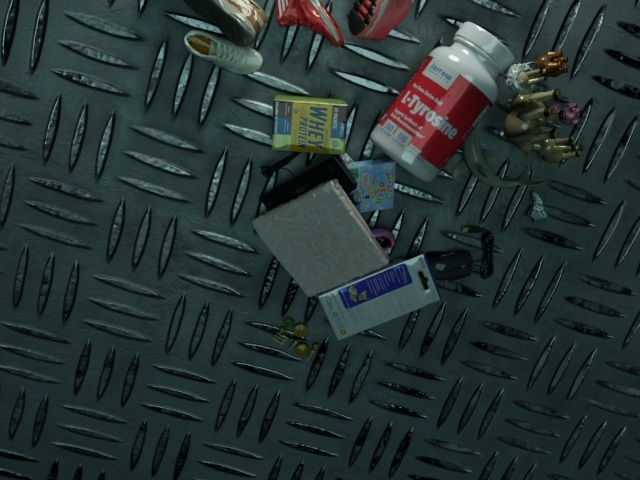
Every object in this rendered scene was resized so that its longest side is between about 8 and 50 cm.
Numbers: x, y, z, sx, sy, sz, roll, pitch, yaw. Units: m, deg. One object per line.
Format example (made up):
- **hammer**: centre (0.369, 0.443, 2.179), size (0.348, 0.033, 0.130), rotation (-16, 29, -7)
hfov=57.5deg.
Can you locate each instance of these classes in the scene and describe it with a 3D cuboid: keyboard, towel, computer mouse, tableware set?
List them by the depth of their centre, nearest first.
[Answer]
- **keyboard**: centre (-0.061, -0.174, 1.716), size (0.317, 0.033, 0.202), rotation (-24, 113, 35)
- **towel**: centre (0.000, 0.000, 1.765), size (0.331, 0.053, 0.317), rotation (-25, 112, 33)
- **computer mouse**: centre (0.438, 0.047, 1.865), size (0.261, 0.060, 0.184), rotation (0, 109, -3)
- **tableware set**: centre (-0.075, 0.327, 1.955), size (0.154, 0.024, 0.104), rotation (34, 100, -11)

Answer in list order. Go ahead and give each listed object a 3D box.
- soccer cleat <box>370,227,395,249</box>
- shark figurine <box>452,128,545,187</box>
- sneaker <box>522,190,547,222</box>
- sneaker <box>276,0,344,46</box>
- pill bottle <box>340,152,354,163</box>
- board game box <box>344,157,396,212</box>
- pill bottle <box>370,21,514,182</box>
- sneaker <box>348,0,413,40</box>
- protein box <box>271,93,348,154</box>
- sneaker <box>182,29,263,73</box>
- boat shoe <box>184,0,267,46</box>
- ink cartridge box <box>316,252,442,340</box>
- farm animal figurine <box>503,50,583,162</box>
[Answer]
- **soccer cleat**: centre (0.112, 0.017, 1.823), size (0.247, 0.095, 0.083), rotation (-13, 108, 2)
- **shark figurine**: centre (0.520, -0.205, 1.762), size (0.278, 0.116, 0.166), rotation (32, 105, -10)
- **sneaker**: centre (0.667, -0.100, 1.838), size (0.069, 0.038, 0.098), rotation (-28, 106, 6)
- **sneaker**: centre (-0.039, -0.611, 1.633), size (0.128, 0.087, 0.221), rotation (-34, 94, 17)
- **pill bottle**: centre (0.046, -0.212, 1.763), size (0.065, 0.065, 0.116), rotation (41, 101, -14)
- **board game box**: centre (0.120, -0.160, 1.756), size (0.211, 0.039, 0.160), rotation (-9, 123, -14)
- **pill bottle**: centre (0.343, -0.384, 1.634), size (0.229, 0.229, 0.408), rotation (34, 103, -12)
- **sneaker**: centre (0.205, -0.676, 1.571), size (0.136, 0.116, 0.314), rotation (5, 139, -41)
- **protein box**: centre (-0.033, -0.331, 1.650), size (0.201, 0.200, 0.136), rotation (3, 108, -4)
- **sneaker**: centre (-0.274, -0.523, 1.635), size (0.228, 0.092, 0.088), rotation (15, 105, -8)
- **boat shoe**: centre (-0.282, -0.671, 1.588), size (0.324, 0.123, 0.116), rotation (43, 68, -5)
- **ink cartridge box**: centre (0.190, 0.177, 1.894), size (0.370, 0.069, 0.176), rotation (-22, 107, 7)
- **farm animal figurine**: centre (0.611, -0.353, 1.666), size (0.172, 0.326, 0.331), rotation (-3, 110, 40)
